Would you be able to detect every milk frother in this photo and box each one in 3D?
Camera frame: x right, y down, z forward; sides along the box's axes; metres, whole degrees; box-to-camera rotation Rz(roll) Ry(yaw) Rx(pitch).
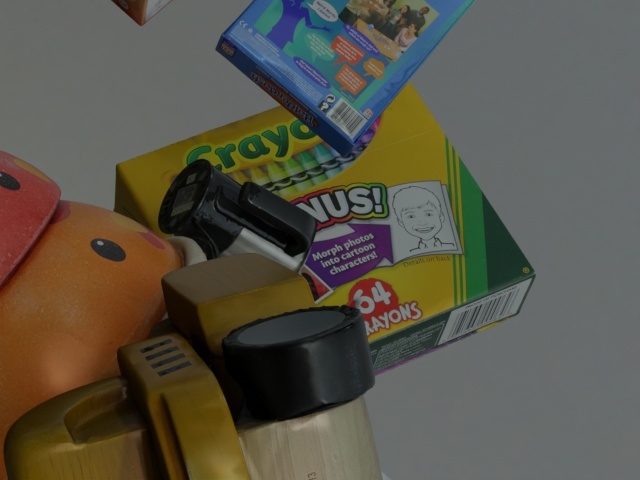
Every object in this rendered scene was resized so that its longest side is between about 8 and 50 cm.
[{"bbox_3d":[-0.087,0.014,1.787,0.135,0.143,0.129,31,-11,-28],"label":"milk frother"}]

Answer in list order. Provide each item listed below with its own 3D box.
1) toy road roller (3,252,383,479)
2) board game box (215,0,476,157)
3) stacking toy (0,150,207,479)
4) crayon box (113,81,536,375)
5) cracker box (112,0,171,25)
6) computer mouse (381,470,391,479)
[{"bbox_3d":[-0.093,0.146,1.250,0.329,0.241,0.202,-150,-133,-74],"label":"toy road roller"},{"bbox_3d":[0.029,-0.207,1.708,0.160,0.210,0.047,41,-18,0],"label":"board game box"},{"bbox_3d":[-0.356,0.000,1.458,0.480,0.350,0.350,44,-14,-17],"label":"stacking toy"},{"bbox_3d":[0.000,0.000,2.024,0.313,0.363,0.106,59,-23,24],"label":"crayon box"},{"bbox_3d":[-0.129,-0.242,1.031,0.156,0.067,0.232,42,-23,10],"label":"cracker box"},{"bbox_3d":[0.033,0.224,1.646,0.193,0.042,0.106,31,-67,1],"label":"computer mouse"}]
